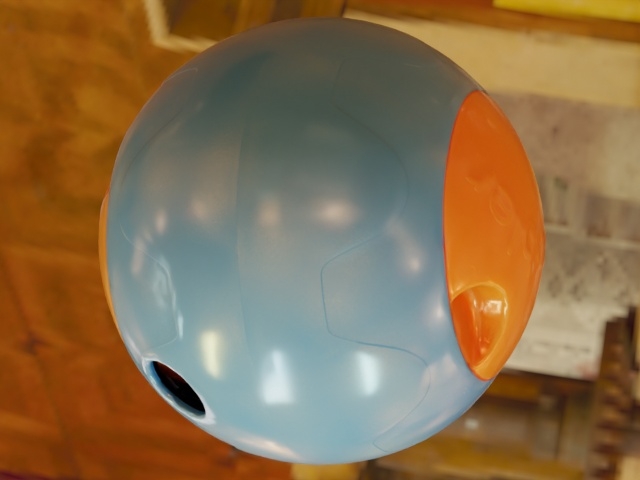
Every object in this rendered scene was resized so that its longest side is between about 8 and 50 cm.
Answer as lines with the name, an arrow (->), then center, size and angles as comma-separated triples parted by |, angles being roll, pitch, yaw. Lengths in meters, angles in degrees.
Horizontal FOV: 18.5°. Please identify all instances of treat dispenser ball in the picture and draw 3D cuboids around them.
treat dispenser ball -> 0.000, 0.000, 1.272 | 0.288, 0.288, 0.288 | 9, 146, 6
